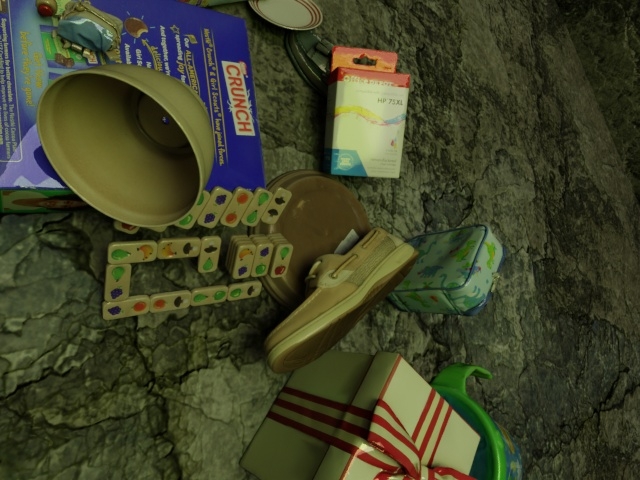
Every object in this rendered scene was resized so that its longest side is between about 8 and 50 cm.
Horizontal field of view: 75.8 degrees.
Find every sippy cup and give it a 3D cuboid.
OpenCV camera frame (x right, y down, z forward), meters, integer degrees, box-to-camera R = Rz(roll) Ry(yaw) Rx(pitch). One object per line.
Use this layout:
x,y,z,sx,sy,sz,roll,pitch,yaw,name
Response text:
0.263,0.410,0.776,0.224,0.240,0.305,31,104,-40,sippy cup

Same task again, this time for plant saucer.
0.000,0.000,0.753,0.278,0.041,0.277,8,77,-36,plant saucer

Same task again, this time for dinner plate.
-0.066,-0.430,0.765,0.141,0.017,0.141,9,56,-14,dinner plate

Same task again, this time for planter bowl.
-0.180,-0.109,0.430,0.162,0.162,0.109,46,35,-22,planter bowl

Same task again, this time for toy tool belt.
-0.259,-0.226,0.442,0.083,0.052,0.051,8,67,-33,toy tool belt

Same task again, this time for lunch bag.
0.238,0.057,0.806,0.090,0.219,0.176,46,58,-22,lunch bag

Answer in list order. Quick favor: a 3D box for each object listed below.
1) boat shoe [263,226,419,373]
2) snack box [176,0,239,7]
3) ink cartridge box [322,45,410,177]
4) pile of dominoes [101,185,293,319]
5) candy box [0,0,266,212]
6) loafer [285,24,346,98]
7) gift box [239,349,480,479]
0.025,0.084,0.675,0.110,0.121,0.341,41,48,20,boat shoe
-0.187,-0.484,0.669,0.207,0.070,0.174,-35,96,-36,snack box
0.083,-0.236,0.757,0.134,0.078,0.230,1,104,-11,ink cartridge box
-0.154,0.021,0.564,0.251,0.040,0.195,-5,123,-37,pile of dominoes
-0.248,-0.179,0.548,0.317,0.122,0.268,-4,84,-35,candy box
0.046,-0.316,0.812,0.267,0.084,0.096,47,58,-21,loafer
0.066,0.338,0.607,0.255,0.258,0.276,42,59,-23,gift box
